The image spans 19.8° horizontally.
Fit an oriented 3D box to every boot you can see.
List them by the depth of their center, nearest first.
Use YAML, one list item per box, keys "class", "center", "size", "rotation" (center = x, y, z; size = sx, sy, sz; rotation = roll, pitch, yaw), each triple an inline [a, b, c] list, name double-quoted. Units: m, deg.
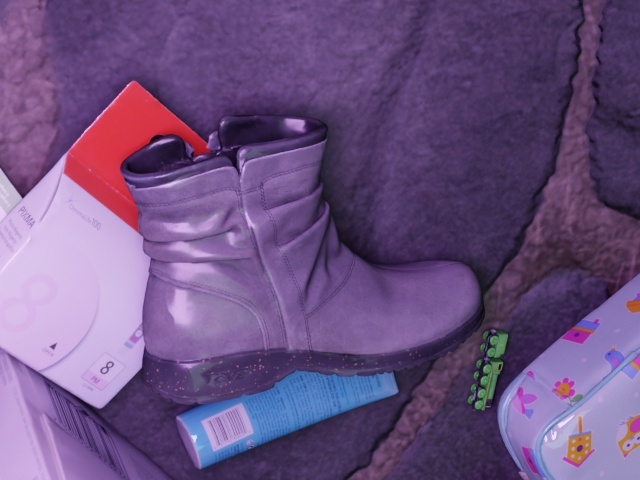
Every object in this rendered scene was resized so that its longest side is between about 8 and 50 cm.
- class: "boot"
  center: [0.000, 0.000, 1.546]
  size: [0.338, 0.118, 0.223]
  rotation: [-12, 113, -31]

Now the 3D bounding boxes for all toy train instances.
- class: "toy train"
  center: [0.159, 0.122, 1.729]
  size: [0.023, 0.017, 0.083]
  rotation: [-1, 111, -31]

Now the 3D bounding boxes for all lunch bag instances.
- class: "lunch bag"
  center: [0.311, 0.168, 1.736]
  size: [0.279, 0.108, 0.224]
  rotation: [-40, 120, -9]

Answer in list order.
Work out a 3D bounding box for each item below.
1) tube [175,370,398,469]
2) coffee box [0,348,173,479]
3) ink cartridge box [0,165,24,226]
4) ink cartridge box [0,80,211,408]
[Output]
- class: "tube"
  center: [-0.027, 0.142, 1.657]
  size: [0.207, 0.052, 0.080]
  rotation: [-22, 121, -16]
- class: "coffee box"
  center: [-0.243, 0.348, 1.496]
  size: [0.334, 0.338, 0.337]
  rotation: [-43, 118, 2]
- class: "ink cartridge box"
  center: [-0.378, -0.030, 1.458]
  size: [0.235, 0.056, 0.171]
  rotation: [-35, 119, -5]
- class: "ink cartridge box"
  center: [-0.171, 0.010, 1.519]
  size: [0.232, 0.066, 0.189]
  rotation: [-44, 136, 5]
